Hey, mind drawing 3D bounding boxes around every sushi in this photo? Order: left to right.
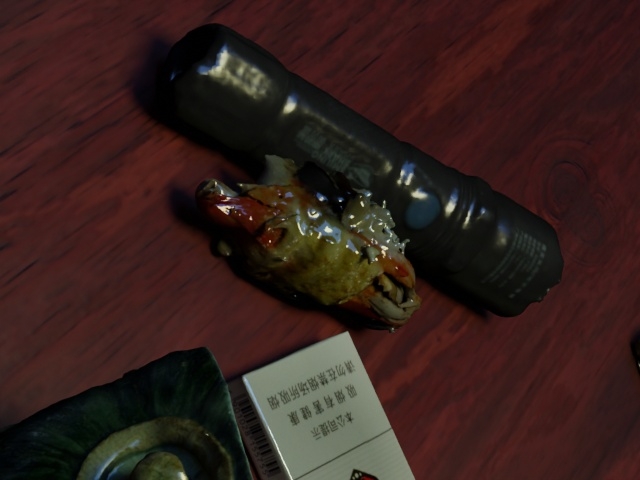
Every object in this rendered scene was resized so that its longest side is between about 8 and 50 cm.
[{"bbox_3d":[0.001,-0.004,1.242,0.226,0.097,0.103,26,56,-32],"label":"sushi"}]

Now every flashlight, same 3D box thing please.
[{"bbox_3d":[0.042,-0.057,1.325,0.424,0.103,0.103,30,49,-33],"label":"flashlight"}]

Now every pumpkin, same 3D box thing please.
[{"bbox_3d":[-0.120,0.232,0.880,0.197,0.263,0.293,-13,54,-8],"label":"pumpkin"}]

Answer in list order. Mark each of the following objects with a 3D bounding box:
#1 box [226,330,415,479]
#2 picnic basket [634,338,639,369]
[{"bbox_3d":[0.023,0.201,1.200,0.139,0.035,0.245,-17,81,-51],"label":"box"},{"bbox_3d":[0.405,0.135,1.640,0.193,0.055,0.110,-3,72,-49],"label":"picnic basket"}]
